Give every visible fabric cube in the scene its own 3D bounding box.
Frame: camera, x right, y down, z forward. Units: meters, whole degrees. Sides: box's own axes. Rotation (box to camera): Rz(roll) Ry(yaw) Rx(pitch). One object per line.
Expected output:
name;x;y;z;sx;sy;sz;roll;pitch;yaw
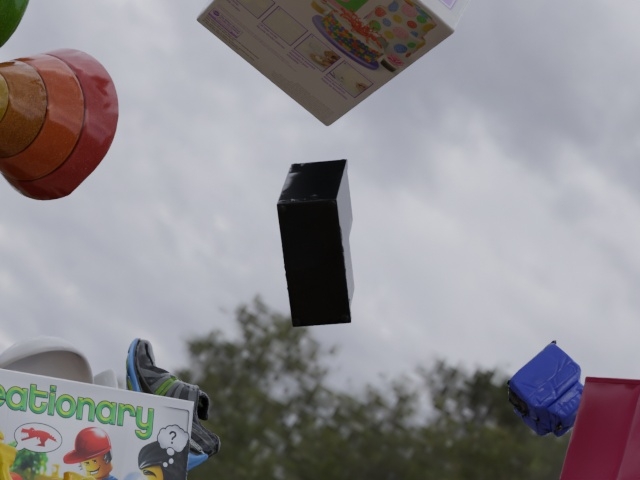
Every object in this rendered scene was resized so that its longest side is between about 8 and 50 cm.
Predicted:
fabric cube;0.449;0.324;1.977;0.254;0.258;0.259;20;-11;-21

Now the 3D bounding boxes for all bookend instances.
bookend;0.000;0.000;1.982;0.072;0.157;0.156;-4;-69;7

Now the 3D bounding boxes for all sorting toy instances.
sorting toy;-0.296;-0.192;1.266;0.365;0.127;0.126;56;18;23

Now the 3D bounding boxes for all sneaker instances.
sneaker;-0.167;0.182;1.835;0.188;0.078;0.067;55;-27;41

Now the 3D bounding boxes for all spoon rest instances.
spoon rest;-0.346;0.192;2.205;0.084;0.137;0.276;65;12;22

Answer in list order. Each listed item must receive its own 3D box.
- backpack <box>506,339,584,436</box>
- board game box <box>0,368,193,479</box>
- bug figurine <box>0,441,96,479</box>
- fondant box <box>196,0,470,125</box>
backpack;0.312;0.217;2.242;0.101;0.098;0.120;51;-12;27
board game box;-0.264;0.220;1.490;0.305;0.193;0.053;13;-17;-33
bug figurine;-0.150;0.222;1.094;0.216;0.072;0.279;-26;-40;36
fondant box;0.016;-0.309;2.145;0.238;0.096;0.330;39;-32;-13
